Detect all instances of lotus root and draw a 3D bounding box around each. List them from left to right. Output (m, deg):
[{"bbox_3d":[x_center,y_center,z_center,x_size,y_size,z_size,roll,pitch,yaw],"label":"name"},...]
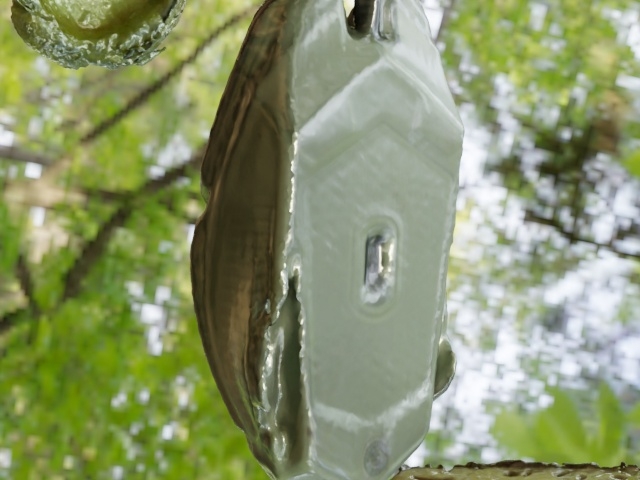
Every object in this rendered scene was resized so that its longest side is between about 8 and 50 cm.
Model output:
[{"bbox_3d":[0.179,0.261,1.655,0.170,0.260,0.074,-41,129,-70],"label":"lotus root"}]

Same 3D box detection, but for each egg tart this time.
[{"bbox_3d":[-0.205,-0.250,1.586,0.078,0.197,0.197,24,-78,56],"label":"egg tart"}]

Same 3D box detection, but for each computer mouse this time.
[{"bbox_3d":[-0.002,-0.003,1.409,0.145,0.228,0.429,9,-82,45],"label":"computer mouse"}]
